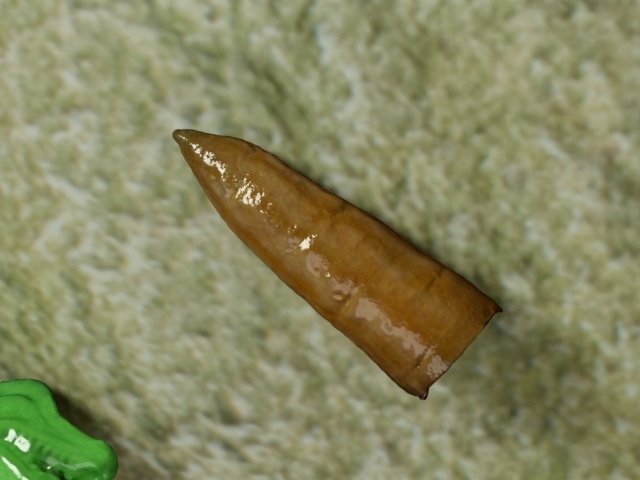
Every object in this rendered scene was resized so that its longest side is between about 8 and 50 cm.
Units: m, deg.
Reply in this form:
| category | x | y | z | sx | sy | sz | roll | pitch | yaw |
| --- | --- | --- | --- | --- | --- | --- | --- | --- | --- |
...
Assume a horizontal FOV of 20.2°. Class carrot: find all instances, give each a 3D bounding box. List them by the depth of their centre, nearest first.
| category | x | y | z | sx | sy | sz | roll | pitch | yaw |
| --- | --- | --- | --- | --- | --- | --- | --- | --- | --- |
| carrot | 0.000 | 0.000 | 0.990 | 0.205 | 0.072 | 0.072 | 39 | 127 | 6 |

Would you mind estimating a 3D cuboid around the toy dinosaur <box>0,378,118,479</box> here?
| category | x | y | z | sx | sy | sz | roll | pitch | yaw |
| --- | --- | --- | --- | --- | --- | --- | --- | --- | --- |
| toy dinosaur | -0.417 | 0.156 | 1.158 | 0.500 | 0.374 | 0.144 | 22 | 142 | 38 |
